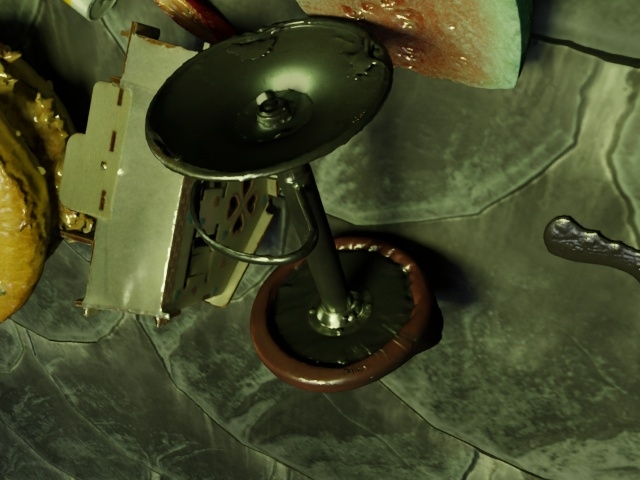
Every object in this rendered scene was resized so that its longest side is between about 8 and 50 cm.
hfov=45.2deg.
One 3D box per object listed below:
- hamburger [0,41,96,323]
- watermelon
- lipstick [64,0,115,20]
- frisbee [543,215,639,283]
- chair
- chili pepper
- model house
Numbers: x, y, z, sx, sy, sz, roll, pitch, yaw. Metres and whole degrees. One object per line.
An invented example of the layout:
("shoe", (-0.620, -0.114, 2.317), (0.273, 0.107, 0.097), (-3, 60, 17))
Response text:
("hamburger", (-0.454, -0.127, 1.037), (0.287, 0.268, 0.445), (-18, 119, 19))
("watermelon", (0.078, -0.220, 0.703), (0.241, 0.094, 0.154), (10, 142, 31))
("lipstick", (-0.355, -0.362, 0.899), (0.264, 0.059, 0.059), (40, 140, -1))
("frisbee", (0.344, 0.022, 0.773), (0.211, 0.012, 0.187), (40, 139, 0))
("chair", (0.000, 0.000, 0.800), (0.226, 0.226, 0.401), (12, 144, 28))
("chili pepper", (-0.125, -0.241, 0.864), (0.178, 0.027, 0.045), (41, 144, -2))
("model house", (-0.161, -0.075, 0.920), (0.169, 0.244, 0.326), (17, 102, 22))
